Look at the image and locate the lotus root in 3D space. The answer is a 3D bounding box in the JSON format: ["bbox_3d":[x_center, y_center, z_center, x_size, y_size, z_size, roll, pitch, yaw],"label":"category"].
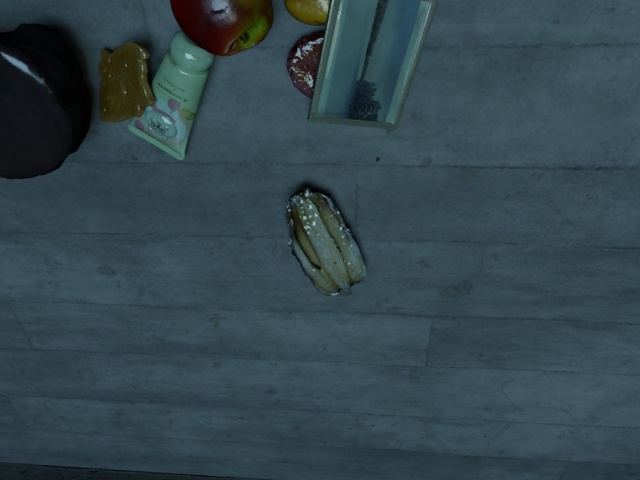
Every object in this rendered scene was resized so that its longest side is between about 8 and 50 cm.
[{"bbox_3d":[0.000,-0.001,1.337,0.167,0.078,0.329,-26,121,-4],"label":"lotus root"}]

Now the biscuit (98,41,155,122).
[{"bbox_3d":[-0.432,-0.339,1.121,0.250,0.035,0.162,-34,89,41],"label":"biscuit"}]

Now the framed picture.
[{"bbox_3d":[0.099,-0.368,1.046,0.213,0.016,0.289,2,129,-16],"label":"framed picture"}]

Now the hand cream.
[{"bbox_3d":[-0.323,-0.318,1.131,0.147,0.093,0.306,30,133,-11],"label":"hand cream"}]

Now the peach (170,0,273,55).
[{"bbox_3d":[-0.191,-0.451,0.953,0.197,0.197,0.197,3,127,4],"label":"peach"}]

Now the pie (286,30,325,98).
[{"bbox_3d":[0.002,-0.364,1.081,0.154,0.038,0.153,2,129,3],"label":"pie"}]

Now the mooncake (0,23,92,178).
[{"bbox_3d":[-0.689,-0.302,1.091,0.381,0.212,0.350,11,132,-6],"label":"mooncake"}]

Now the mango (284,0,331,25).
[{"bbox_3d":[-0.015,-0.461,0.999,0.114,0.057,0.079,9,134,3],"label":"mango"}]
